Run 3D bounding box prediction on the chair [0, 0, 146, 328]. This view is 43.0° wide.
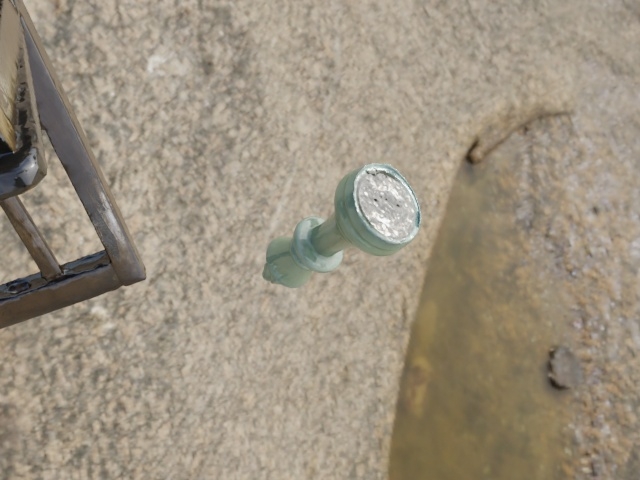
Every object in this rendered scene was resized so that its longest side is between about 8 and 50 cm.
[{"bbox_3d":[-0.229,-0.047,0.385,0.241,0.203,0.416,-117,-172,-53],"label":"chair"}]

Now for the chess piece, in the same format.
[{"bbox_3d":[0.000,0.000,0.557,0.059,0.149,0.059,15,63,-32],"label":"chess piece"}]
